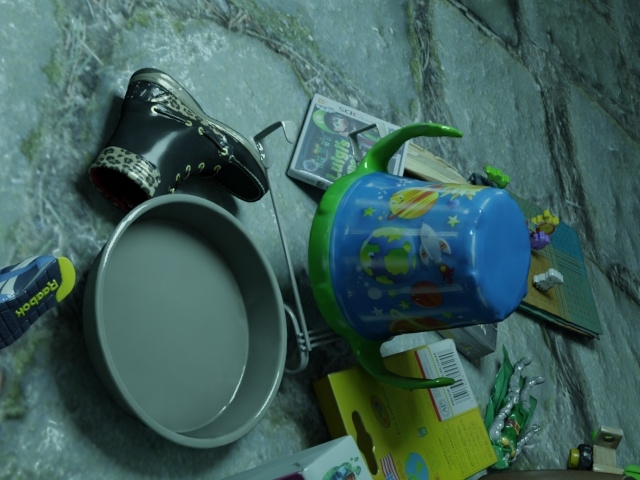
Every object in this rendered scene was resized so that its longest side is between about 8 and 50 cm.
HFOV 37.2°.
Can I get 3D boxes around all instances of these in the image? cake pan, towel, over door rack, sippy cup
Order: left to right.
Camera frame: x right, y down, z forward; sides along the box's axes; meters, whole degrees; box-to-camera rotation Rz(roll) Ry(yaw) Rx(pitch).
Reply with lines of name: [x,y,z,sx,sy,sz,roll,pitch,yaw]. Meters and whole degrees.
cake pan: [-0.155,0.094,1.099,0.293,0.054,0.293,21,61,-45]
over door rack: [0.000,0.000,1.314,0.239,0.108,0.324,-10,97,-53]
sippy cup: [0.140,0.020,1.225,0.240,0.224,0.305,-43,121,-45]
towel: [0.431,0.038,1.911,0.370,0.040,0.271,22,51,-40]

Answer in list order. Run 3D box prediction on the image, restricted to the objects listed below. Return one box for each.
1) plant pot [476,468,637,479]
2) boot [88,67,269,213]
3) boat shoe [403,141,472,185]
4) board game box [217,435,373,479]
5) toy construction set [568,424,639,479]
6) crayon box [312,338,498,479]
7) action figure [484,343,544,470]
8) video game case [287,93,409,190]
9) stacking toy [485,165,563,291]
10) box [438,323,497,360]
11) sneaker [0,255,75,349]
plant pot: [0.374,0.431,1.423,0.215,0.230,0.215,30,47,-38]
boot: [-0.175,-0.083,1.202,0.236,0.085,0.179,42,45,-27]
boat shoe: [0.194,-0.105,1.650,0.302,0.109,0.098,23,51,-34]
board game box: [-0.007,0.383,0.987,0.097,0.224,0.303,-26,88,-55]
toy construction set: [0.563,0.466,1.678,0.237,0.257,0.309,-83,154,-55]
crayon box: [0.111,0.261,1.332,0.318,0.081,0.202,-4,71,-53]
action figure: [0.322,0.297,1.594,0.137,0.063,0.232,53,40,-19]
video game case: [0.050,-0.139,1.494,0.173,0.022,0.190,21,47,-6]
stacking toy: [0.383,-0.021,1.825,0.221,0.052,0.167,34,43,-28]
box: [0.214,0.065,1.606,0.231,0.056,0.183,41,42,-27]
sneaker: [-0.317,0.063,0.958,0.144,0.059,0.053,-40,132,-38]
